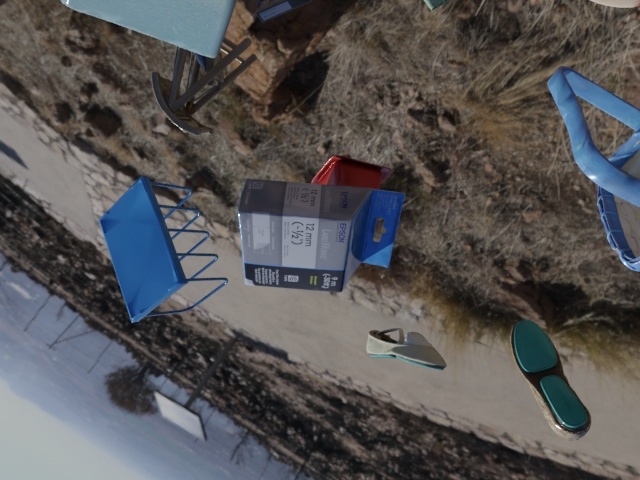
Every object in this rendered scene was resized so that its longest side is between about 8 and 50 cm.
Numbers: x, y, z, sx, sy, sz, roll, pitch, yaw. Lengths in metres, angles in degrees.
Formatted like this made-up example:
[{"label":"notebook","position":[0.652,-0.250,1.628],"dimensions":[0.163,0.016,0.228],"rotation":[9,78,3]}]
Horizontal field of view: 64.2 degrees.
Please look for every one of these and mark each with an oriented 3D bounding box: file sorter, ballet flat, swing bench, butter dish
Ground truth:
[{"label":"file sorter","position":[-0.228,0.013,0.752],"dimensions":[0.118,0.104,0.170],"rotation":[-35,70,27]},{"label":"ballet flat","position":[0.197,0.249,1.208],"dimensions":[0.086,0.086,0.248],"rotation":[48,152,-23]},{"label":"swing bench","position":[-0.290,-0.397,1.239],"dimensions":[0.165,0.255,0.253],"rotation":[31,-173,-11]},{"label":"ballet flat","position":[0.356,0.223,0.813],"dimensions":[0.073,0.206,0.067],"rotation":[-11,132,5]},{"label":"butter dish","position":[0.071,-0.114,1.217],"dimensions":[0.159,0.118,0.160],"rotation":[11,157,-19]}]

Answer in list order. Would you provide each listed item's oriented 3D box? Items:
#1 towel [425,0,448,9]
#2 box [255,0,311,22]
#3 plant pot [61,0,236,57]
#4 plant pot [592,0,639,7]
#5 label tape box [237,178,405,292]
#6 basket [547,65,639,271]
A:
[{"label":"towel","position":[0.308,-0.806,1.377],"dimensions":[0.325,0.247,0.038],"rotation":[57,178,9]},{"label":"box","position":[-0.069,-0.617,1.187],"dimensions":[0.136,0.225,0.036],"rotation":[-9,147,30]},{"label":"plant pot","position":[-0.219,-0.475,0.745],"dimensions":[0.247,0.248,0.252],"rotation":[12,161,-25]},{"label":"plant pot","position":[0.374,-0.422,0.571],"dimensions":[0.274,0.243,0.275],"rotation":[12,156,5]},{"label":"label tape box","position":[0.000,0.000,1.147],"dimensions":[0.347,0.115,0.249],"rotation":[6,138,1]},{"label":"basket","position":[0.406,-0.088,0.599],"dimensions":[0.288,0.255,0.201],"rotation":[22,133,-6]}]
